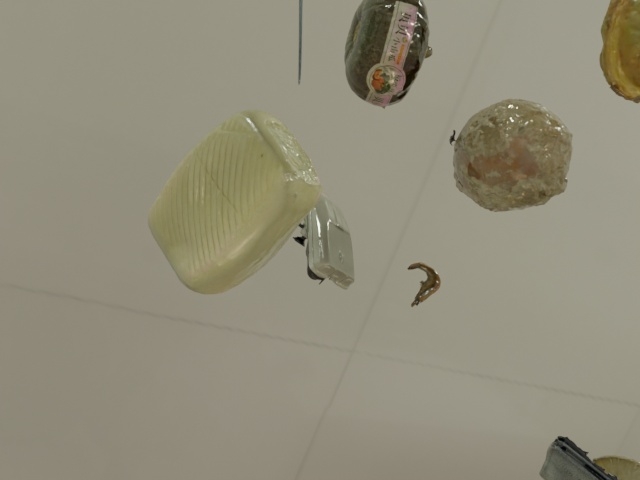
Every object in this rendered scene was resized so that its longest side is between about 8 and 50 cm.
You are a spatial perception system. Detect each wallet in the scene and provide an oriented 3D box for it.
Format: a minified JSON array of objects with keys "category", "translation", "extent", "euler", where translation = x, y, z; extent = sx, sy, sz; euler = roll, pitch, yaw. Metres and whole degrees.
[{"category":"wallet","translation":[0.493,0.455,1.444],"extent":[0.222,0.036,0.167],"euler":[41,-24,28]}]

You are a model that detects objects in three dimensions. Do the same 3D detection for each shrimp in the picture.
[{"category":"shrimp","translation":[0.233,0.104,1.912],"extent":[0.091,0.025,0.127],"euler":[40,52,-1]}]

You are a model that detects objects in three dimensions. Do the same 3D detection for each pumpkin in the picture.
[{"category":"pumpkin","translation":[0.158,-0.423,1.767],"extent":[0.189,0.260,0.260],"euler":[13,14,-12]}]

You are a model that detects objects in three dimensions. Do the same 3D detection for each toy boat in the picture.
[{"category":"toy boat","translation":[0.005,0.001,1.981],"extent":[0.140,0.141,0.270],"euler":[15,35,-29]}]

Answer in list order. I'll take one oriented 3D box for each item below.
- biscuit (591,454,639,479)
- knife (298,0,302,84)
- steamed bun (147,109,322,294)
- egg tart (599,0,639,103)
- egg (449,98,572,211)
[{"category":"biscuit","translation":[0.573,0.480,1.543],"extent":[0.152,0.152,0.020],"euler":[28,23,25]},{"category":"knife","translation":[-0.030,-0.402,1.269],"extent":[0.019,0.313,0.044],"euler":[1,23,1]},{"category":"steamed bun","translation":[-0.104,-0.044,1.086],"extent":[0.152,0.239,0.170],"euler":[11,38,-55]},{"category":"egg tart","translation":[0.703,-0.425,1.675],"extent":[0.288,0.288,0.118],"euler":[16,12,-29]},{"category":"egg","translation":[0.438,-0.192,1.855],"extent":[0.279,0.279,0.310],"euler":[19,-10,-13]}]
